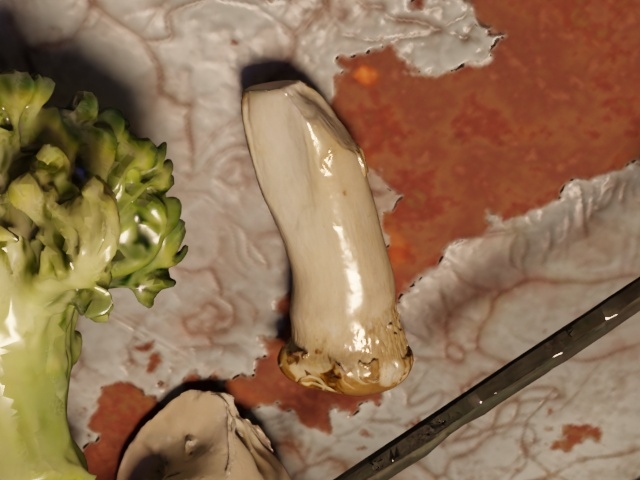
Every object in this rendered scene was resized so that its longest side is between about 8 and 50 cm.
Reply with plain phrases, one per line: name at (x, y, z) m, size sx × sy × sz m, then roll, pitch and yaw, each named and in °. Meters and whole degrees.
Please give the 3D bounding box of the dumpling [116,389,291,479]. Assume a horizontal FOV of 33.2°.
dumpling at (-0.081, 0.202, 0.717) m, size 0.136 × 0.118 × 0.199 m, roll -18°, pitch 83°, yaw 14°

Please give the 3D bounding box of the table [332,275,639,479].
table at (0.185, 0.208, 0.638) m, size 0.335 × 0.222 × 0.272 m, roll -37°, pitch 137°, yaw 12°

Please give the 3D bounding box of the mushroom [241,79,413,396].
mushroom at (0.000, 0.000, 0.648) m, size 0.084 × 0.071 × 0.209 m, roll 2°, pitch 118°, yaw 30°

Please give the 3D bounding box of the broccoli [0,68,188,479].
broccoli at (-0.205, 0.053, 0.536) m, size 0.288 × 0.245 × 0.248 m, roll -45°, pitch 157°, yaw 27°
